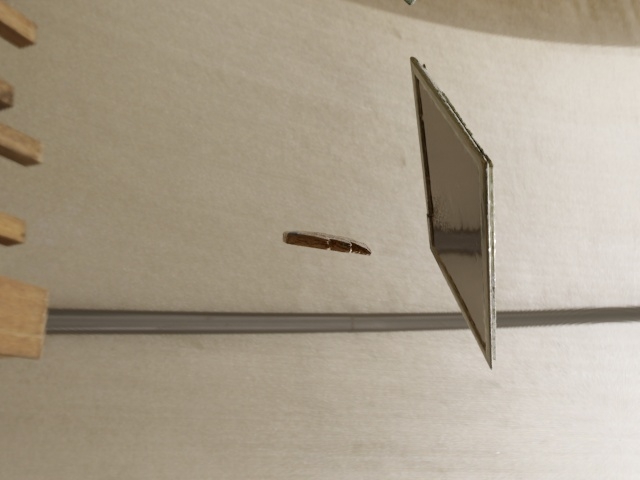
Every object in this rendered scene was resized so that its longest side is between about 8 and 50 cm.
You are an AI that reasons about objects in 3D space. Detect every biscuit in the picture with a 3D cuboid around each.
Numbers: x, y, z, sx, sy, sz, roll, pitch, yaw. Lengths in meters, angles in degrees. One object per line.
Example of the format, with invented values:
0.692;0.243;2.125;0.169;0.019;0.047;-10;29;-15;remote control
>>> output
0.000;0.000;0.904;0.119;0.130;0.019;10;-87;33;biscuit

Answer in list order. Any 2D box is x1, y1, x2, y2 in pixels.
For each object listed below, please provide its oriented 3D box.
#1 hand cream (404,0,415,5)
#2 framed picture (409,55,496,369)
0.067;-0.249;0.510;0.085;0.331;0.058;30;-88;-4;hand cream
0.156;-0.031;0.801;0.019;0.296;0.232;-15;-139;-2;framed picture
